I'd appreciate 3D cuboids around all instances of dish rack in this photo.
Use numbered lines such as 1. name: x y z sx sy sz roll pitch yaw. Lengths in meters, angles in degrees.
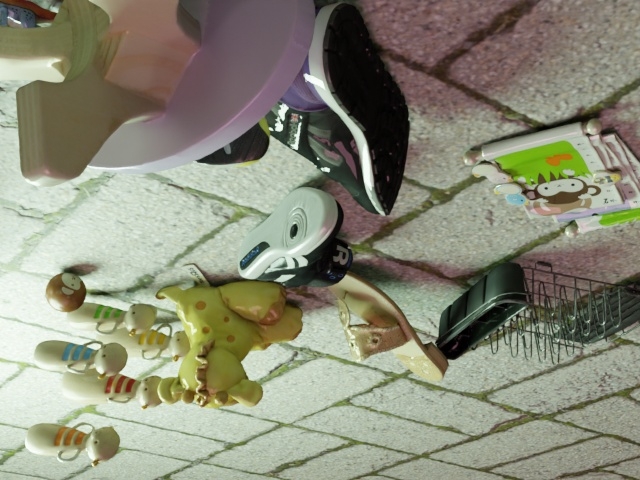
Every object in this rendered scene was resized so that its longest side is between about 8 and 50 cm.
1. dish rack: 0.311 0.109 1.445 0.271 0.074 0.208 11 152 -18

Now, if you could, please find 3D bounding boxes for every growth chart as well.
1. growth chart: 0.278 -0.064 1.170 0.172 0.021 0.237 -19 146 36

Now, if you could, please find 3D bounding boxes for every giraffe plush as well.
1. giraffe plush: -0.130 0.150 1.438 0.181 0.170 0.210 -17 148 32

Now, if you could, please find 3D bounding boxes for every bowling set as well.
1. bowling set: -0.287 0.145 1.427 0.154 0.287 0.200 3 126 16

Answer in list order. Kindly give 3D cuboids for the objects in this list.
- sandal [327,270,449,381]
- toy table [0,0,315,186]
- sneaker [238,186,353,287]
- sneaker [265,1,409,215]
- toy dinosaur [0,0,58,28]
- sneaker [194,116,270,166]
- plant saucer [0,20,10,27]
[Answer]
1. sandal: 0.076 0.135 1.413 0.240 0.079 0.088 43 150 -26
2. toy table: -0.162 -0.156 0.809 0.274 0.252 0.161 -28 159 27
3. sneaker: 0.000 0.000 1.256 0.121 0.079 0.217 12 159 -27
4. sneaker: 0.000 -0.124 1.009 0.124 0.107 0.283 7 152 23
5. toy dinosaur: -0.268 -0.204 0.925 0.090 0.047 0.082 -38 134 -10
6. sneaker: -0.105 -0.118 0.964 0.208 0.081 0.094 32 -170 40
7. plant saucer: -0.397 -0.179 0.951 0.188 0.045 0.188 -17 148 30
